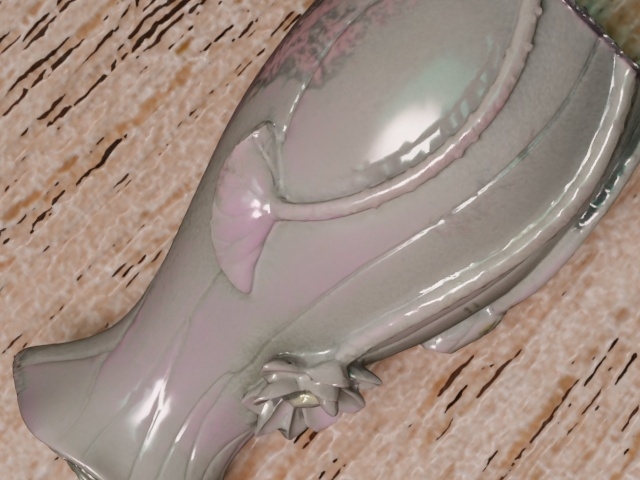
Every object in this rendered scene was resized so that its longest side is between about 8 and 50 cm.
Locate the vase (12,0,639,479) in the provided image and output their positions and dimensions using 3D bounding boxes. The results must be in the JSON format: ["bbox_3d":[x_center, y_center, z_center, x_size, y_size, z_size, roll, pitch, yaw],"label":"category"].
[{"bbox_3d":[0.000,0.000,1.004,0.250,0.250,0.445,45,98,7],"label":"vase"}]
